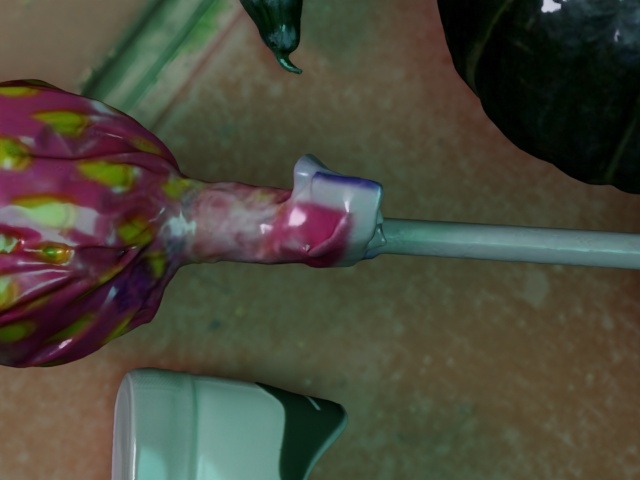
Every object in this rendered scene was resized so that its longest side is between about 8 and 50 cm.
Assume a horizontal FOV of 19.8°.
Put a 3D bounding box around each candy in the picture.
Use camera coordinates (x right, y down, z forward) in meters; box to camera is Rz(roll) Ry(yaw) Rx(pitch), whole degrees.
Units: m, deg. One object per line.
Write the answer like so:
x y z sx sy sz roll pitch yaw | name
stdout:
0.000 0.000 0.737 0.366 0.124 0.124 4 94 9 | candy

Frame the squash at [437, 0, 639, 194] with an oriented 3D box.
0.156 -0.120 0.769 0.218 0.218 0.172 -18 136 -11 | squash

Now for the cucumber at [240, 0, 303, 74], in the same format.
-0.028 -0.149 0.804 0.037 0.037 0.155 -8 96 -12 | cucumber

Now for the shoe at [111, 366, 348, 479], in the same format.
-0.038 0.187 0.803 0.110 0.095 0.264 -1 93 -13 | shoe
